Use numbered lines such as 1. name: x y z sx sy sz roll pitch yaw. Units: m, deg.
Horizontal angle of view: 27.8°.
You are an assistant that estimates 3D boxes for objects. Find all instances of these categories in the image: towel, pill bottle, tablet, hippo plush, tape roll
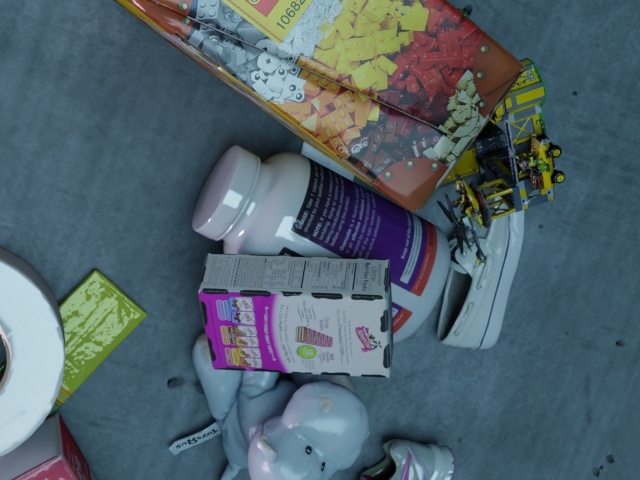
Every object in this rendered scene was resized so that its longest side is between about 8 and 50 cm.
1. towel: -0.350 0.153 1.738 0.237 0.021 0.102 -46 114 -2
2. pill bottle: 0.000 0.000 1.712 0.323 0.181 0.181 27 94 -19
3. tablet: 0.010 -0.104 1.782 0.083 0.006 0.054 11 100 -17
4. hippo plush: -0.066 0.232 1.718 0.294 0.236 0.234 -38 110 -4
5. tape roll: -0.469 0.141 1.642 0.286 0.100 0.286 -2 99 -10

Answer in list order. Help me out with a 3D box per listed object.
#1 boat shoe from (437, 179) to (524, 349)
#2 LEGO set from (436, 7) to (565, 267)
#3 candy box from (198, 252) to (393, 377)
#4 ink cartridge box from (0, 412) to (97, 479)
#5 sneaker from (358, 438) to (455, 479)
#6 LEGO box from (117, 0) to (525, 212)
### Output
1. boat shoe: 0.219 0.027 1.830 0.088 0.096 0.267 3 110 -21
2. LEGO set: 0.155 -0.145 1.669 0.192 0.331 0.255 -19 128 -9
3. candy box: -0.026 0.095 1.630 0.233 0.071 0.159 3 137 7
4. ink cartridge box: -0.377 0.472 1.708 0.279 0.160 0.385 -28 109 -7
5. sneaker: 0.089 0.393 1.880 0.111 0.103 0.252 28 88 -16
6. LEGO box: -0.048 -0.256 1.469 0.372 0.500 0.193 36 92 -21
